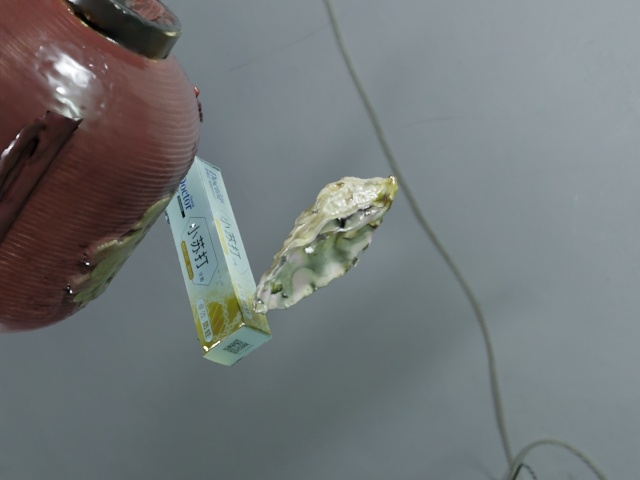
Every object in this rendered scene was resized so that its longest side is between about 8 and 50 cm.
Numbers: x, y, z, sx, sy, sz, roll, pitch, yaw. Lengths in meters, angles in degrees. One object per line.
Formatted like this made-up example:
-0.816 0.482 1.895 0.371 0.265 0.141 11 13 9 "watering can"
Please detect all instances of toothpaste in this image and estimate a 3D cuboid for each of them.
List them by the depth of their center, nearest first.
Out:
-0.154 0.023 1.292 0.089 0.071 0.313 -37 52 22 "toothpaste"

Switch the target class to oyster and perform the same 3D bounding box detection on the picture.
-0.008 0.003 1.046 0.209 0.133 0.072 -51 60 31 "oyster"

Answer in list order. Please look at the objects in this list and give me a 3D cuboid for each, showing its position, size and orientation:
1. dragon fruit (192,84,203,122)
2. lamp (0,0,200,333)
-0.249 -0.255 1.378 0.192 0.122 0.092 49 129 24 "dragon fruit"
-0.174 -0.051 0.536 0.180 0.180 0.258 43 111 7 "lamp"
